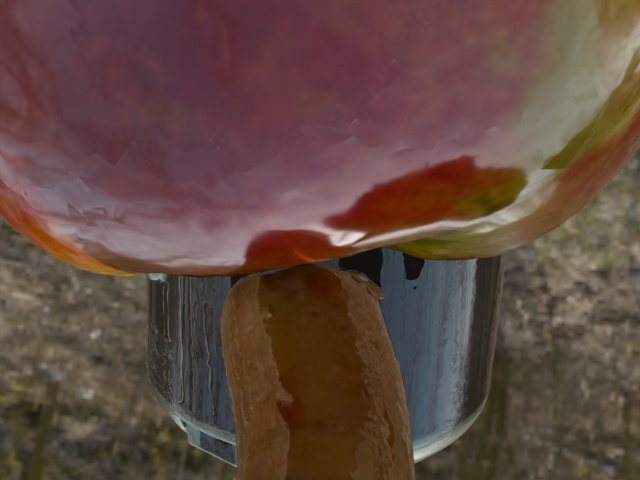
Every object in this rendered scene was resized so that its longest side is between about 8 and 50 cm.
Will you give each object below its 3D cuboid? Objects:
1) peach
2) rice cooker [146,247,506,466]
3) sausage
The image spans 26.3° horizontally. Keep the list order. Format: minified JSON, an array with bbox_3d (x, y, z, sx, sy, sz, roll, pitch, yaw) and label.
[{"bbox_3d":[-0.012,-0.167,0.597,0.388,0.388,0.388,8,163,2],"label":"peach"},{"bbox_3d":[0.000,0.000,1.185,0.335,0.325,0.335,2,-157,-1],"label":"rice cooker"},{"bbox_3d":[-0.005,0.141,0.694,0.108,0.271,0.109,2,144,1],"label":"sausage"}]
